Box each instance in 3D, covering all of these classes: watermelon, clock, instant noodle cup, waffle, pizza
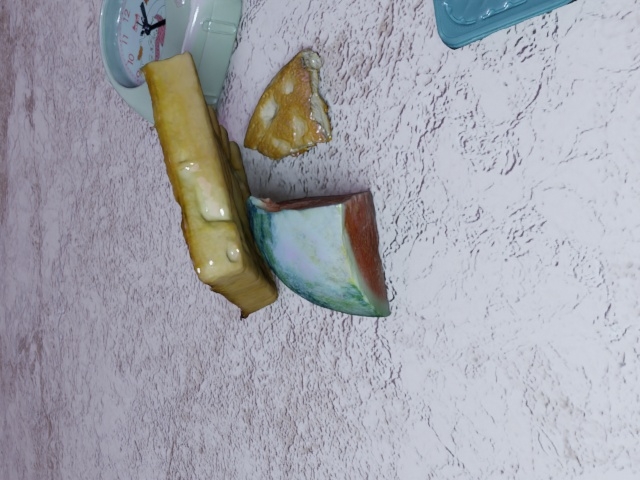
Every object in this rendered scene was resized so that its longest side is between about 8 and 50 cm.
[{"bbox_3d":[0.000,0.000,0.944,0.256,0.260,0.176,37,107,16],"label":"watermelon"},{"bbox_3d":[-0.283,-0.367,1.221,0.324,0.108,0.265,39,121,35],"label":"clock"},{"bbox_3d":[0.211,-0.309,0.780,0.179,0.070,0.157,-11,85,44],"label":"instant noodle cup"},{"bbox_3d":[-0.145,-0.054,1.000,0.077,0.348,0.304,-18,76,0],"label":"waffle"},{"bbox_3d":[-0.034,-0.186,1.040,0.161,0.062,0.182,47,119,38],"label":"pizza"}]
